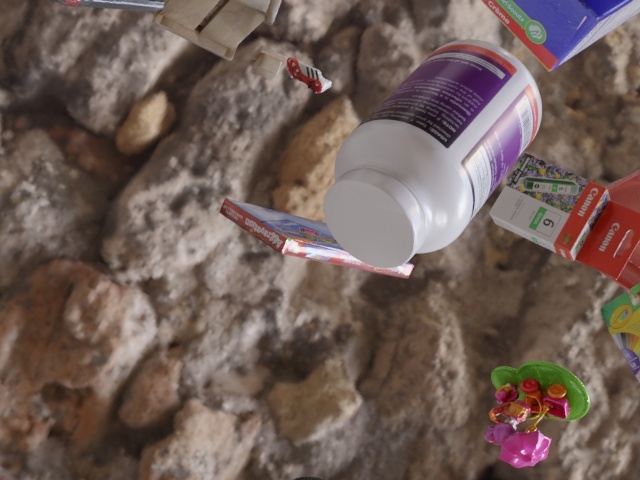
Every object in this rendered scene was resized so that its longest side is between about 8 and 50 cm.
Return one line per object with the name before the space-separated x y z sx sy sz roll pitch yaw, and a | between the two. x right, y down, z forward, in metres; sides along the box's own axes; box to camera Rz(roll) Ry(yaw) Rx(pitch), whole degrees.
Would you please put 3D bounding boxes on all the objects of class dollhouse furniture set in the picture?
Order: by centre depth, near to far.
dollhouse furniture set | -0.142 -0.413 1.376 0.303 0.355 0.174 -13 -124 65

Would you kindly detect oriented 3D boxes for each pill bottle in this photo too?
pill bottle | 0.138 -0.108 1.212 0.323 0.181 0.181 -47 178 -39

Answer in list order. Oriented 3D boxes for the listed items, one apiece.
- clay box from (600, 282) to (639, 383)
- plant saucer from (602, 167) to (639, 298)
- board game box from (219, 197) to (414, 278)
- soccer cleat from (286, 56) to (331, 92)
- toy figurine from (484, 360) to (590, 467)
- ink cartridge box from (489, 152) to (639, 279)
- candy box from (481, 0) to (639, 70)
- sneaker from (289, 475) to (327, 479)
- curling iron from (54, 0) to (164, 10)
clay box | 0.484 0.157 1.296 0.053 0.222 0.127 -7 155 -43
plant saucer | 0.481 -0.007 1.371 0.048 0.259 0.258 -64 -168 -26
board game box | 0.000 0.000 1.414 0.145 0.281 0.027 30 -78 42
soccer cleat | -0.018 -0.251 1.459 0.035 0.083 0.029 -25 145 -36
toy figurine | 0.322 0.289 1.553 0.173 0.130 0.159 9 -139 35
ink cartridge box | 0.205 -0.021 0.798 0.063 0.115 0.029 -59 152 -5
candy box | 0.312 -0.390 1.180 0.317 0.268 0.122 -34 168 -29
sneaker | 0.045 0.206 0.686 0.215 0.084 0.083 14 -68 47
curling iron | -0.330 -0.333 1.281 0.068 0.274 0.035 47 -52 41
